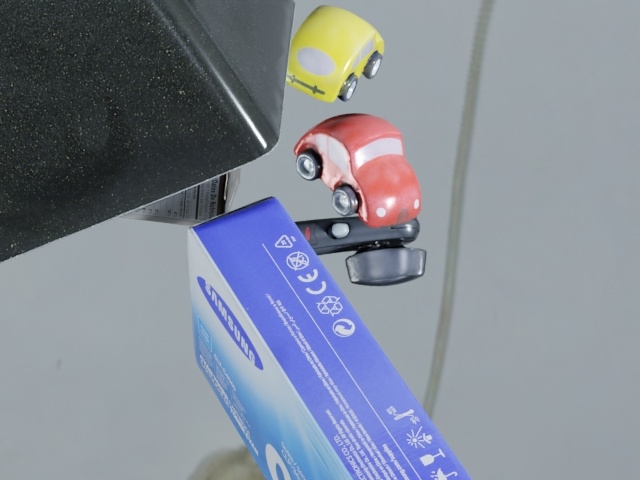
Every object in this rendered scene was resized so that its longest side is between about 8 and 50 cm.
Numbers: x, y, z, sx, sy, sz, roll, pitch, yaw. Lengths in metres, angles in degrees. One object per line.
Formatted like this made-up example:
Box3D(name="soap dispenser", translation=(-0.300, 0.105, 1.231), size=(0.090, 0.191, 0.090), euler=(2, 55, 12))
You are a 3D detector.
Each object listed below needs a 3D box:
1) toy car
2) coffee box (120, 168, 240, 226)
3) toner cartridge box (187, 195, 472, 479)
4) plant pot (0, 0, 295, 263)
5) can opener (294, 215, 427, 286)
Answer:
Box3D(name="toy car", translation=(-0.045, -0.110, 1.180), size=(0.225, 0.239, 0.053), euler=(7, 128, -13))
Box3D(name="coffee box", translation=(-0.203, -0.091, 1.618), size=(0.246, 0.141, 0.098), euler=(7, 113, 1))
Box3D(name="toner cartridge box", translation=(0.016, 0.147, 1.160), size=(0.075, 0.348, 0.165), euler=(-21, 143, -19))
Box3D(name="plant pot", translation=(-0.137, -0.123, 0.890), size=(0.188, 0.187, 0.167), euler=(-22, 118, 15))
Box3D(name="can opener", translation=(0.000, 0.000, 1.450), size=(0.186, 0.059, 0.073), euler=(-1, 71, 17))
